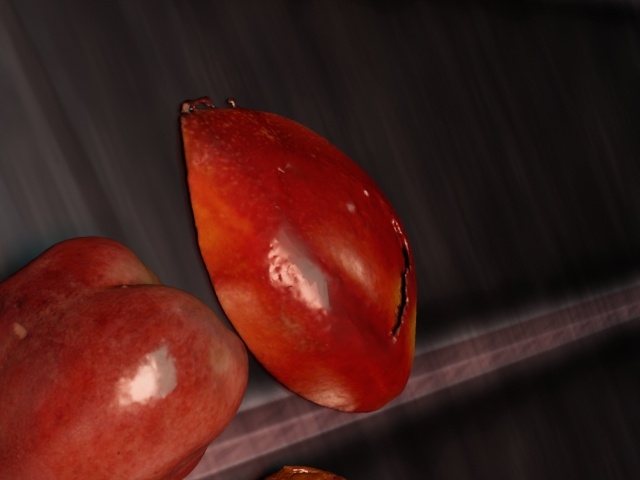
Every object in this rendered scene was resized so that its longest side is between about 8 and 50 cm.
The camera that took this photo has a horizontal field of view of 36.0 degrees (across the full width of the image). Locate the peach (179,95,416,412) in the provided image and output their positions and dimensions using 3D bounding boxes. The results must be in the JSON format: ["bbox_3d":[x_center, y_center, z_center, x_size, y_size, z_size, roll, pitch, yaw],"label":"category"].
[{"bbox_3d":[0.004,0.000,0.719,0.279,0.068,0.189,50,47,-23],"label":"peach"}]

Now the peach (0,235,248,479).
[{"bbox_3d":[-0.122,0.078,0.524,0.152,0.152,0.152,15,69,-42],"label":"peach"}]

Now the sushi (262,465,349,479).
[{"bbox_3d":[-0.003,0.192,0.671,0.120,0.052,0.055,36,40,-36],"label":"sushi"}]
